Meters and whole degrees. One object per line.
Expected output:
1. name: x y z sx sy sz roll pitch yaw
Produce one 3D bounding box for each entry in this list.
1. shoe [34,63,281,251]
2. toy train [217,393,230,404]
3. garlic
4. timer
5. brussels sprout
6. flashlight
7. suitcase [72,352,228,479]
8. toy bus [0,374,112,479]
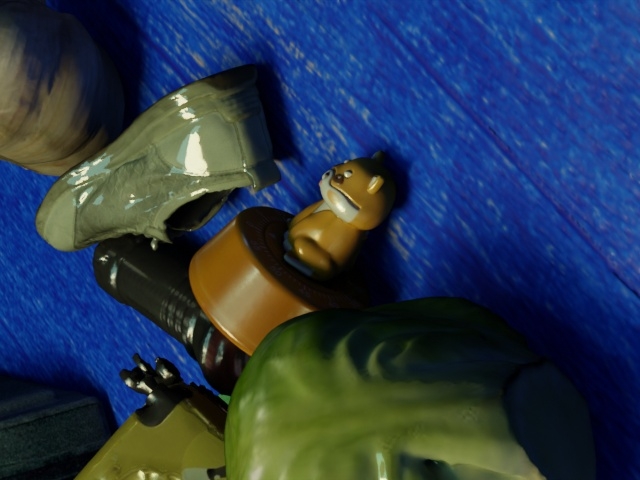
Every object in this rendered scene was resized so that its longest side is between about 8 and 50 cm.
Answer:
1. shoe: -0.128 -0.043 1.562 0.275 0.103 0.098 -31 82 49
2. toy train: -0.063 0.188 1.600 0.149 0.099 0.081 58 -174 8
3. garlic: -0.257 -0.170 1.655 0.218 0.218 0.212 8 79 54
4. timer: 0.000 0.000 1.413 0.152 0.132 0.132 -52 58 25
5. brussels sprout: 0.053 0.137 1.287 0.244 0.244 0.244 28 126 47
6. flashlight: -0.103 0.052 1.599 0.232 0.093 0.093 29 127 52
7. suitcase: -0.097 0.225 1.490 0.235 0.194 0.143 42 -177 11
8. toy bus: -0.325 0.232 1.933 0.323 0.162 0.194 4 104 57
